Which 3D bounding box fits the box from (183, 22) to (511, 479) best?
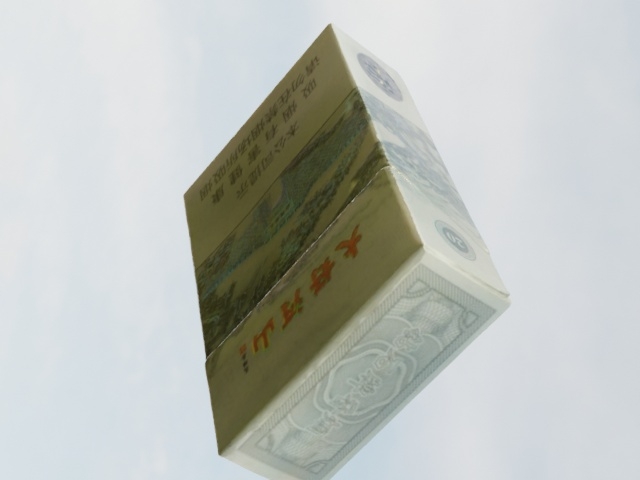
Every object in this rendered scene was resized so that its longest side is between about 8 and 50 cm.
[{"bbox_3d":[0.000,0.000,0.700,0.164,0.069,0.256,-47,-149,21],"label":"box"}]
